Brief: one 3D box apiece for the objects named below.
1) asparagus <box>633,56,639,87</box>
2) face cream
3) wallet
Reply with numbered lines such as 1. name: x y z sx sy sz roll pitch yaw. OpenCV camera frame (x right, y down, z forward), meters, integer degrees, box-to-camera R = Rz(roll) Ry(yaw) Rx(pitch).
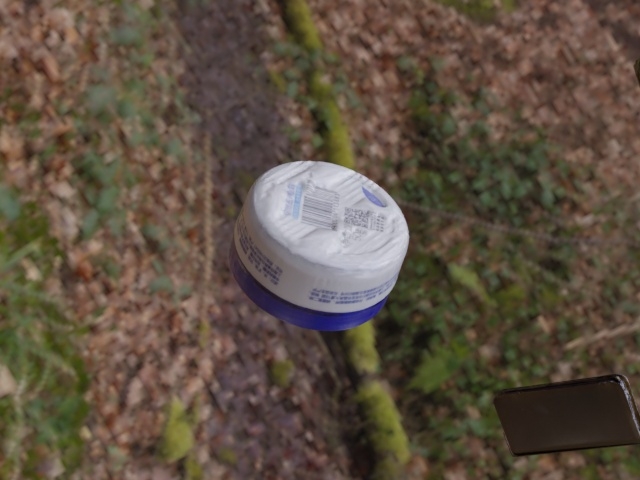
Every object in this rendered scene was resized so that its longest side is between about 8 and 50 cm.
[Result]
1. asparagus: 0.293 -0.069 1.097 0.045 0.041 0.178 134 -57 -84
2. face cream: 0.000 0.000 1.616 0.206 0.111 0.206 13 40 -11
3. wallet: 0.346 0.248 1.891 0.031 0.198 0.110 -48 121 -54
